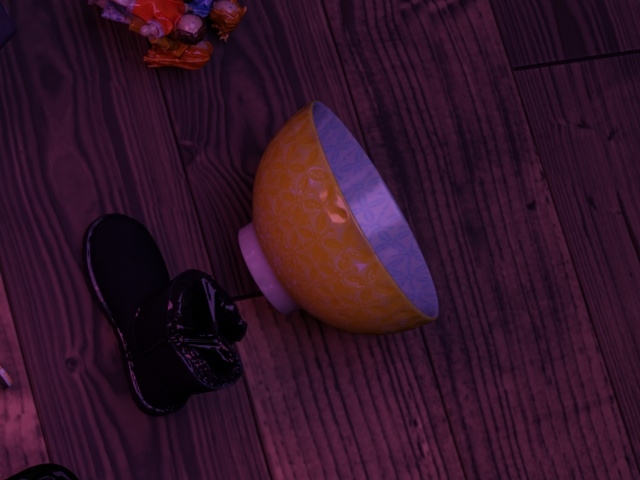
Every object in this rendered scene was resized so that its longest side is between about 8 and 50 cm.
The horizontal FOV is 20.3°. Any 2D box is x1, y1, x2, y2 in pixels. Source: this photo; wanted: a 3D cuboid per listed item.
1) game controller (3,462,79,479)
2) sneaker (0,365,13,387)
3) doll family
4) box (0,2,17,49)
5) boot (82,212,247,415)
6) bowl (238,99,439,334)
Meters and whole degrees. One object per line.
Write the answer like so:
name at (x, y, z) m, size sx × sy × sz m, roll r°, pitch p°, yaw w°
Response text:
game controller at (-0.269, 0.398, 1.865) m, size 0.166 × 0.067 × 0.319 m, roll -26°, pitch 85°, yaw -30°
sneaker at (-0.371, 0.137, 1.926) m, size 0.083 × 0.032 × 0.037 m, roll 39°, pitch 75°, yaw -5°
doll family at (-0.173, -0.290, 2.129) m, size 0.163 × 0.118 × 0.263 m, roll 32°, pitch 44°, yaw -7°
box at (-0.544, -0.200, 1.758) m, size 0.395 × 0.212 × 0.293 m, roll -56°, pitch 128°, yaw -36°
boot at (-0.167, 0.061, 1.945) m, size 0.094 × 0.207 × 0.246 m, roll -12°, pitch 78°, yaw -28°
bowl at (0.000, 0.000, 2.059) m, size 0.156 × 0.289 × 0.289 m, roll -30°, pitch 87°, yaw 13°
